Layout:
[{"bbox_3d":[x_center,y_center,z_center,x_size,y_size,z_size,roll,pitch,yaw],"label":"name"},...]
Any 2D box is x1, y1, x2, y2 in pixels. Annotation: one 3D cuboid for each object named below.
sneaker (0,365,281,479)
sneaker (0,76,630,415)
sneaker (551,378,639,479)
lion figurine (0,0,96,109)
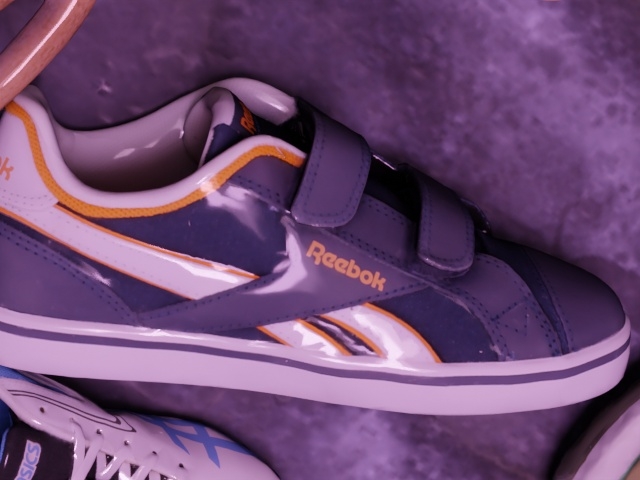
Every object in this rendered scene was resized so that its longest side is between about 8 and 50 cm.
[{"bbox_3d":[-0.120,0.111,0.725,0.237,0.086,0.085,22,96,-19],"label":"sneaker"},{"bbox_3d":[0.000,0.000,0.704,0.321,0.126,0.127,5,108,-13],"label":"sneaker"},{"bbox_3d":[0.286,0.073,0.715,0.158,0.182,0.410,30,109,-23],"label":"sneaker"},{"bbox_3d":[-0.179,-0.203,0.607,0.240,0.142,0.392,-30,113,-2],"label":"lion figurine"}]
